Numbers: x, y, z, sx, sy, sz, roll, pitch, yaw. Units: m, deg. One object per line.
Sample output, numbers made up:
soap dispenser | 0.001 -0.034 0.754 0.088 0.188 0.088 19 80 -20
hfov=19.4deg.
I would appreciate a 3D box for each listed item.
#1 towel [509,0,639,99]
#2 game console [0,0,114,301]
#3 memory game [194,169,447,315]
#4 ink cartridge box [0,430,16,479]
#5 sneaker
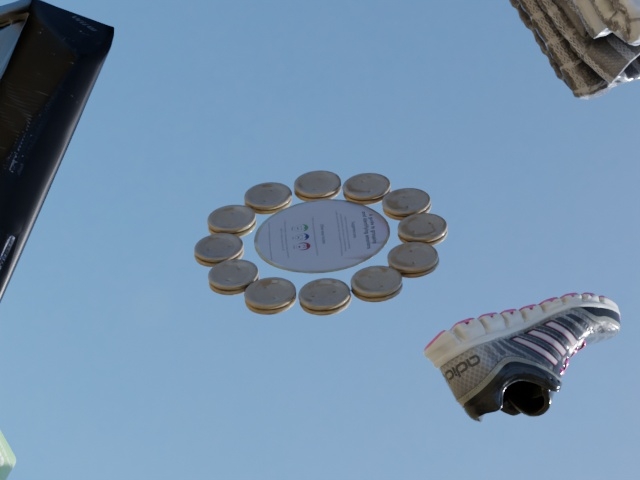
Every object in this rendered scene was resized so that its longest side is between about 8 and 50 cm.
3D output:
towel | 0.183 -0.241 1.105 0.284 0.235 0.121 59 -24 12
game console | -0.240 -0.015 1.014 0.044 0.213 0.361 30 -17 -29
memory game | 0.000 0.000 1.345 0.186 0.186 0.012 26 -46 40
ink cartridge box | -0.299 0.189 1.088 0.171 0.235 0.056 -12 -63 21
sneaker | 0.150 0.085 1.304 0.063 0.170 0.075 -37 -110 48
